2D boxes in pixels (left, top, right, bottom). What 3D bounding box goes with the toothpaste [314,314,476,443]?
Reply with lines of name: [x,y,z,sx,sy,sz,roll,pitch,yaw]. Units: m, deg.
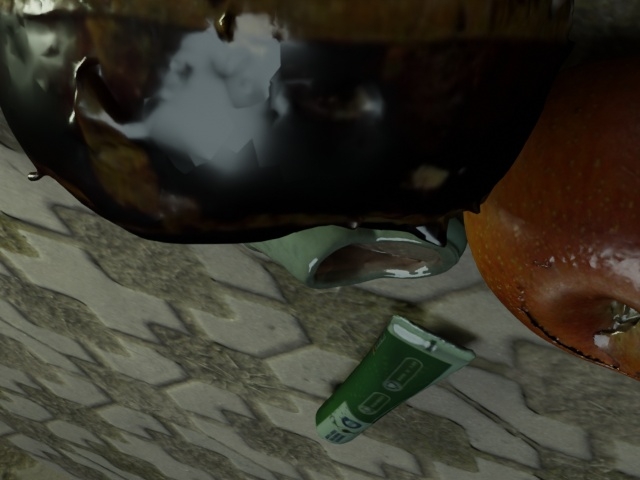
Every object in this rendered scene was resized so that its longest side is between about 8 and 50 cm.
toothpaste: [0.064,0.184,1.054,0.099,0.061,0.392,26,147,-5]

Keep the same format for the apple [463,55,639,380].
apple: [0.205,-0.005,0.538,0.235,0.173,0.210,7,146,27]

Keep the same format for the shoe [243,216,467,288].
shoe: [0.000,0.000,0.759,0.251,0.100,0.103,10,149,16]

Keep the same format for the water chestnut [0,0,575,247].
water chestnut: [-0.018,-0.138,0.427,0.300,0.300,0.300,17,150,10]
